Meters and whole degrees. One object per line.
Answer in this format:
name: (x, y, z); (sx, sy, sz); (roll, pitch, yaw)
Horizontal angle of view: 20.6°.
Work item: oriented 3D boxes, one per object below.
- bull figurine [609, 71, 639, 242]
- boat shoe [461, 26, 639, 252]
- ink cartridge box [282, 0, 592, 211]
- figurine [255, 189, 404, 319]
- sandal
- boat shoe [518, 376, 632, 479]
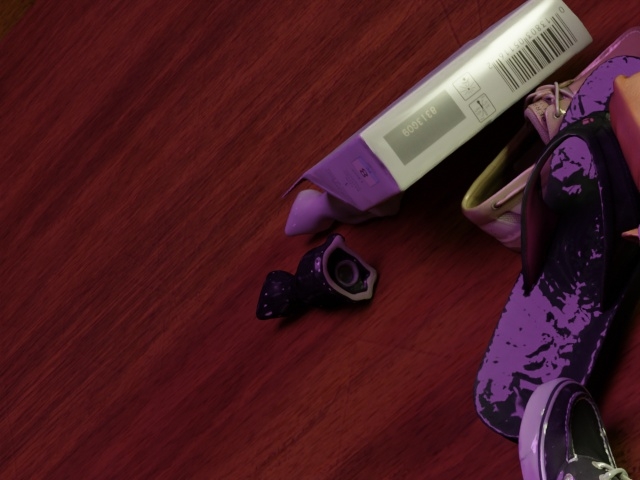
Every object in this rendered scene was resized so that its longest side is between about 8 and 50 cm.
bull figurine: (0.361, -0.049, 1.689); (0.101, 0.188, 0.310); (-42, 31, 28)
boat shoe: (0.278, -0.127, 2.000); (0.302, 0.098, 0.109); (-52, 28, 12)
ink cartridge box: (0.129, -0.145, 2.168); (0.308, 0.091, 0.385); (-39, 2, -17)
figurine: (0.000, 0.000, 2.344); (0.209, 0.092, 0.215); (-21, 43, 54)
sandal: (0.272, -0.005, 1.835); (0.167, 0.107, 0.446); (6, 69, 38)
boat shoe: (0.255, 0.253, 1.642); (0.102, 0.108, 0.301); (-33, 39, 39)
